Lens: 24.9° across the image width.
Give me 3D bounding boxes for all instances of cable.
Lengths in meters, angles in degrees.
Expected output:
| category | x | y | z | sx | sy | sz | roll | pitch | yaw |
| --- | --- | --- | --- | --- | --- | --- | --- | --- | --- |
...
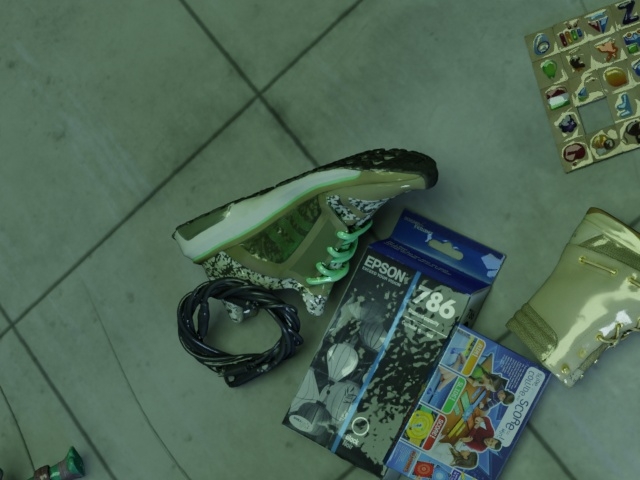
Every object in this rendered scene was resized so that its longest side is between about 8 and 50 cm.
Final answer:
| category | x | y | z | sx | sy | sz | roll | pitch | yaw |
| --- | --- | --- | --- | --- | --- | --- | --- | --- | --- |
| cable | -0.106 | 0.112 | 1.926 | 0.184 | 0.047 | 0.151 | -31 | 99 | 36 |

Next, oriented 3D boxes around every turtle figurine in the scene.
| category | x | y | z | sx | sy | sz | roll | pitch | yaw |
| --- | --- | --- | --- | --- | --- | --- | --- | --- | --- |
| turtle figurine | -0.442 | 0.371 | 2.010 | 0.234 | 0.118 | 0.175 | -14 | 89 | 2 |

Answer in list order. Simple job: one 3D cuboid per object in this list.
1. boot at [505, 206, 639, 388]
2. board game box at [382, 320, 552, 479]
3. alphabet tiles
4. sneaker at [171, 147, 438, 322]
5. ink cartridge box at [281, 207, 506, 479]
| category | x | y | z | sx | sy | sz | roll | pitch | yaw |
| --- | --- | --- | --- | --- | --- | --- | --- | --- | --- |
| boot | 0.372 | 0.107 | 1.755 | 0.262 | 0.095 | 0.203 | 39 | 94 | 26 |
| board game box | 0.184 | 0.221 | 1.807 | 0.136 | 0.035 | 0.201 | 28 | 90 | -5 |
| alphabet tiles | 0.400 | -0.215 | 1.861 | 0.237 | 0.009 | 0.198 | -19 | 72 | 17 |
| sneaker | 0.000 | 0.000 | 1.894 | 0.410 | 0.158 | 0.182 | -20 | 93 | 38 |
| ink cartridge box | 0.094 | 0.129 | 1.880 | 0.165 | 0.065 | 0.333 | 25 | 88 | 25 |
